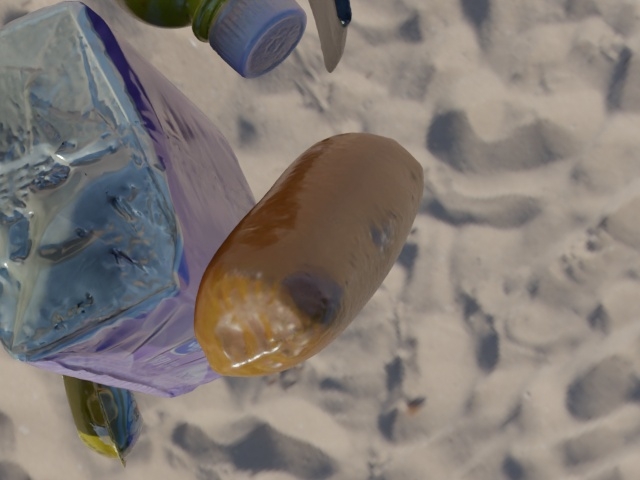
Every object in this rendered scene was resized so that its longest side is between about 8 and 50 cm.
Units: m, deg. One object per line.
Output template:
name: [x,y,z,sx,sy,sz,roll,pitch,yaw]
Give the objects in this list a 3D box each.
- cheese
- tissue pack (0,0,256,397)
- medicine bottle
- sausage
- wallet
cheese: [-0.246,0.159,1.435,0.069,0.270,0.177,-18,99,-10]
tissue pack: [-0.152,-0.018,1.031,0.160,0.242,0.338,-23,166,6]
medicine bottle: [-0.105,-0.214,0.976,0.122,0.212,0.122,-40,162,-16]
sausage: [0.000,0.000,0.774,0.098,0.238,0.098,9,117,18]
wallet: [0.010,-0.267,1.427,0.025,0.244,0.124,-11,86,-5]
